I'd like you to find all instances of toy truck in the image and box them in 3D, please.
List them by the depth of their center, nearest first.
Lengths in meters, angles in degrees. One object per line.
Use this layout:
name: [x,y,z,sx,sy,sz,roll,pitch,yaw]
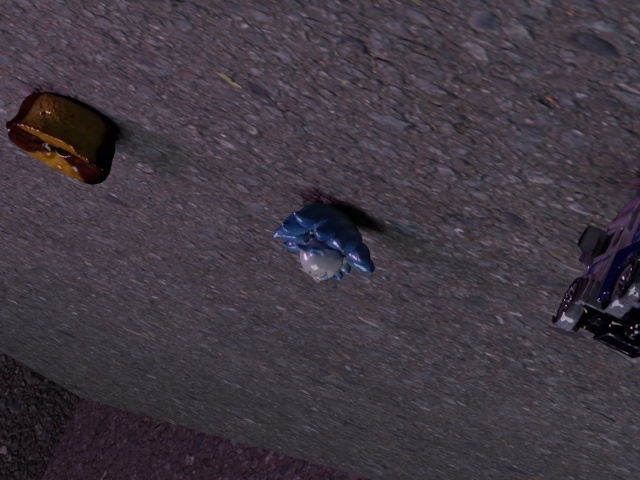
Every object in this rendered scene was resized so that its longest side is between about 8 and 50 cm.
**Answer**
toy truck: [0.286,0.013,1.450,0.124,0.155,0.268,26,168,-5]

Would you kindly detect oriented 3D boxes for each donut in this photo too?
donut: [-0.284,-0.114,2.097,0.140,0.059,0.140,23,166,6]

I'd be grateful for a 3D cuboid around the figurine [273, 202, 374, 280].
figurine: [0.000,0.000,1.999,0.114,0.079,0.114,28,171,5]
